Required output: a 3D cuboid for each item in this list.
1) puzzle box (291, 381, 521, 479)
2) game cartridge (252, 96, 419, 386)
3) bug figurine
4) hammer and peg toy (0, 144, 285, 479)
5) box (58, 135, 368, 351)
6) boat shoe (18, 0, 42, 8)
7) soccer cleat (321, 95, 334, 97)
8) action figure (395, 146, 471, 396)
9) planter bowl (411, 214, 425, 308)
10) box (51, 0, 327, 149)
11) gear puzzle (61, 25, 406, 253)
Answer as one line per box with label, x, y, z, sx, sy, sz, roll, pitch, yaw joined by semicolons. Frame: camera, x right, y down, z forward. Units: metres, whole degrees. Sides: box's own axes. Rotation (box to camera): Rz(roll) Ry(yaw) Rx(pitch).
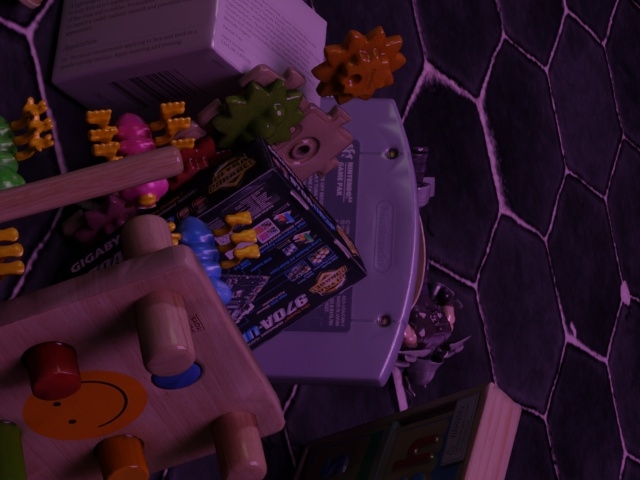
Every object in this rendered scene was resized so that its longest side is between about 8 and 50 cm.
puzzle box;0.031;0.333;1.599;0.052;0.272;0.409;42;46;-24
game cartridge;0.000;0.000;1.692;0.060;0.196;0.294;62;30;-71
bug figurine;-0.198;-0.016;1.391;0.072;0.279;0.216;114;-31;-60
hammer and peg toy;-0.184;0.085;1.237;0.361;0.266;0.127;67;7;-53
box;-0.093;0.029;1.515;0.175;0.220;0.051;48;13;-43
boat shoe;-0.263;-0.271;1.442;0.056;0.048;0.153;-86;155;-72
soccer cleat;-0.010;-0.147;1.847;0.179;0.060;0.072;31;48;-60
action figure;0.099;0.037;1.951;0.185;0.099;0.285;-9;95;-66
planter bowl;0.027;0.007;1.817;0.162;0.109;0.162;19;67;-55
box;-0.116;-0.172;1.548;0.182;0.181;0.119;34;55;-51
gear puzzle;-0.054;-0.067;1.513;0.175;0.339;0.044;35;21;-52
